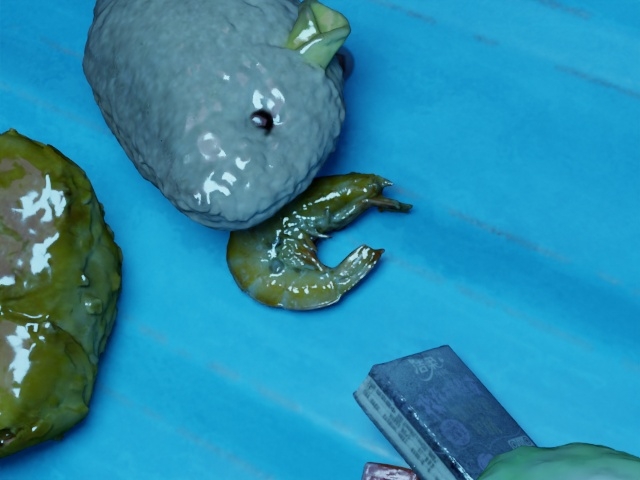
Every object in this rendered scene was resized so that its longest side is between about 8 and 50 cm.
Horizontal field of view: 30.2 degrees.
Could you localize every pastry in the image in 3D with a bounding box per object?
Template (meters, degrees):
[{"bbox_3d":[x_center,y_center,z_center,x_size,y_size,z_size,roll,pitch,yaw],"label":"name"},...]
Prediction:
[{"bbox_3d":[-0.315,0.055,1.112,0.255,0.162,0.310,14,80,2],"label":"pastry"}]

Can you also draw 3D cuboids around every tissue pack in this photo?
[{"bbox_3d":[0.116,0.162,1.006,0.156,0.112,0.051,50,125,26],"label":"tissue pack"}]

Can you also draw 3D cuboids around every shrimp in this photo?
[{"bbox_3d":[0.001,0.000,1.144,0.188,0.051,0.132,-24,74,8],"label":"shrimp"}]

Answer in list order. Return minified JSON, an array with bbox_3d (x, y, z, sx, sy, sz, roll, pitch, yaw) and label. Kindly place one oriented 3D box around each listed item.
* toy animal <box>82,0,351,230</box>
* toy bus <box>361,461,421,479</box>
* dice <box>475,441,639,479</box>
[{"bbox_3d":[-0.102,-0.159,1.158,0.227,0.188,0.358,-27,60,-15],"label":"toy animal"},{"bbox_3d":[0.045,0.281,0.979,0.065,0.077,0.192,7,65,18],"label":"toy bus"},{"bbox_3d":[0.195,0.339,0.783,0.330,0.322,0.318,32,76,24],"label":"dice"}]
